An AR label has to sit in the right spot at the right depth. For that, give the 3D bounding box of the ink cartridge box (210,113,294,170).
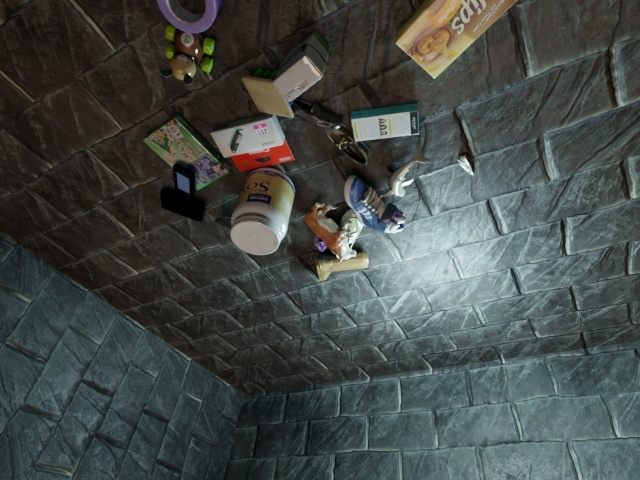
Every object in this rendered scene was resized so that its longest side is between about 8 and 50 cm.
[{"bbox_3d":[-0.276,-0.387,1.701,0.275,0.060,0.239,-8,134,18],"label":"ink cartridge box"}]

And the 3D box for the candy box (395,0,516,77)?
[{"bbox_3d":[0.402,-0.678,1.248,0.183,0.087,0.316,31,133,-23],"label":"candy box"}]

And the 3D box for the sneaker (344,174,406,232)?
[{"bbox_3d":[0.255,-0.149,1.766,0.236,0.130,0.323,15,154,32],"label":"sneaker"}]

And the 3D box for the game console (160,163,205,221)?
[{"bbox_3d":[-0.639,-0.224,1.900,0.213,0.044,0.361,21,146,-3],"label":"game console"}]

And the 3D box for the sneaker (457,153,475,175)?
[{"bbox_3d":[0.591,-0.306,1.668,0.044,0.040,0.109,-9,134,42],"label":"sneaker"}]

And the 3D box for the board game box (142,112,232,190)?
[{"bbox_3d":[-0.568,-0.371,1.774,0.213,0.046,0.317,-20,131,29],"label":"board game box"}]

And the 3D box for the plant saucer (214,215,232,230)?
[{"bbox_3d":[-0.350,-0.045,1.968,0.317,0.317,0.043,24,92,-16],"label":"plant saucer"}]

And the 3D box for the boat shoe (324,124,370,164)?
[{"bbox_3d":[0.106,-0.385,1.631,0.228,0.068,0.081,31,133,-23],"label":"boat shoe"}]

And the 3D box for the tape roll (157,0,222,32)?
[{"bbox_3d":[-0.410,-0.764,1.294,0.189,0.080,0.189,5,139,4],"label":"tape roll"}]

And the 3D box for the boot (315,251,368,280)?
[{"bbox_3d":[0.117,0.142,2.187,0.269,0.089,0.236,-8,160,2],"label":"boot"}]

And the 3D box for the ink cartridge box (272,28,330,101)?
[{"bbox_3d":[-0.060,-0.573,1.349,0.153,0.208,0.087,-27,127,32],"label":"ink cartridge box"}]

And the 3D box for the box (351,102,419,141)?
[{"bbox_3d":[0.244,-0.444,1.551,0.244,0.060,0.100,-3,137,13],"label":"box"}]

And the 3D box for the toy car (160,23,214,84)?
[{"bbox_3d":[-0.461,-0.604,1.387,0.155,0.188,0.149,17,148,-9],"label":"toy car"}]

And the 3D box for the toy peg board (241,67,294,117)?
[{"bbox_3d":[-0.172,-0.538,1.485,0.161,0.079,0.160,20,159,28],"label":"toy peg board"}]

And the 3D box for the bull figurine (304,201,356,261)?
[{"bbox_3d":[0.055,-0.044,1.916,0.310,0.101,0.188,42,132,8],"label":"bull figurine"}]

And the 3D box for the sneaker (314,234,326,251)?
[{"bbox_3d":[0.000,0.000,2.068,0.068,0.071,0.170,4,138,5],"label":"sneaker"}]

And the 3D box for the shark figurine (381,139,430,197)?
[{"bbox_3d":[0.318,-0.281,1.696,0.166,0.116,0.278,-17,153,-23],"label":"shark figurine"}]

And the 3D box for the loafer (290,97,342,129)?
[{"bbox_3d":[-0.022,-0.477,1.545,0.223,0.076,0.078,17,141,-2],"label":"loafer"}]

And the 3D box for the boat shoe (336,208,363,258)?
[{"bbox_3d":[0.140,-0.025,1.999,0.109,0.094,0.302,11,138,-2],"label":"boat shoe"}]

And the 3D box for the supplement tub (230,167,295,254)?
[{"bbox_3d":[-0.248,-0.127,1.776,0.241,0.331,0.241,4,137,4],"label":"supplement tub"}]
